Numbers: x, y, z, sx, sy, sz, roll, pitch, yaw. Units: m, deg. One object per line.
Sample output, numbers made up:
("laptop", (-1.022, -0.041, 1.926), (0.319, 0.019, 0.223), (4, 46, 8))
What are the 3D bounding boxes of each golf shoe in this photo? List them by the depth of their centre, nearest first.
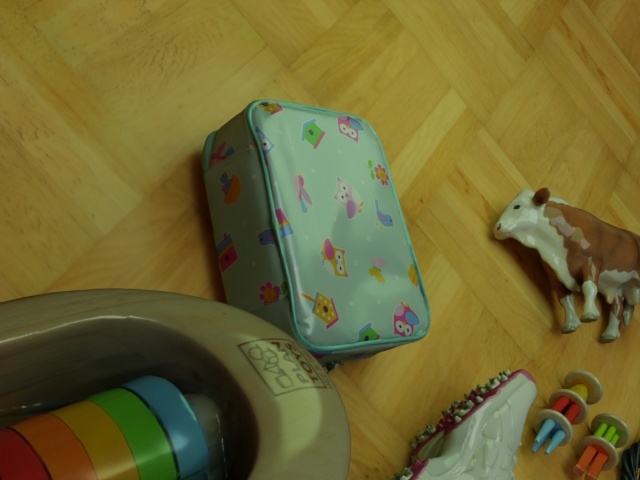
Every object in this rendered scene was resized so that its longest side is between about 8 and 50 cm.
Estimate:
("golf shoe", (0.153, 0.257, 0.980), (0.140, 0.115, 0.306), (48, 53, 4))

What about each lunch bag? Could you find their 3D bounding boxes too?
("lunch bag", (0.000, 0.000, 0.986), (0.224, 0.107, 0.279), (1, 70, -46))

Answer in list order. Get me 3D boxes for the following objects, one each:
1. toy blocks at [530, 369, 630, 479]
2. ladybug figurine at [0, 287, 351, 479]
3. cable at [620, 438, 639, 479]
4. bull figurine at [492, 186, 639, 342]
("toy blocks", (0.323, 0.250, 1.181), (0.148, 0.054, 0.123), (-35, 93, -45))
("ladybug figurine", (-0.172, 0.182, 0.670), (0.449, 0.162, 0.305), (-12, 49, -39))
("cable", (0.477, 0.354, 1.270), (0.150, 0.047, 0.185), (-30, 91, -45))
("bull figurine", (0.372, 0.036, 1.301), (0.310, 0.101, 0.189), (11, 66, -35))
